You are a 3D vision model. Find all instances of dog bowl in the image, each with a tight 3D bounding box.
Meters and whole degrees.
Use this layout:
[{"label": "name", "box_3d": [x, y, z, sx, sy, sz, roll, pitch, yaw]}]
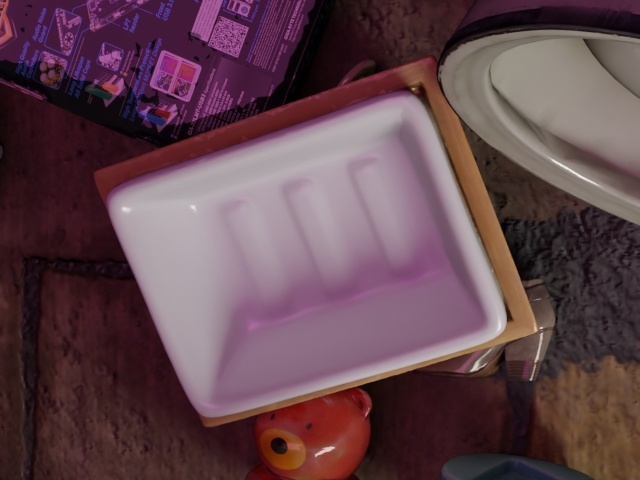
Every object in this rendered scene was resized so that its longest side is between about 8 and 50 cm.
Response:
[{"label": "dog bowl", "box_3d": [0.292, -0.113, 1.267, 0.408, 0.408, 0.150, 17, 78, 18]}]

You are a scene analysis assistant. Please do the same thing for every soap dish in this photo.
[{"label": "soap dish", "box_3d": [0.000, 0.000, 1.455, 0.291, 0.118, 0.229, -18, 104, 20]}]

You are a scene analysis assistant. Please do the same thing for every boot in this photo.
[{"label": "boot", "box_3d": [0.132, 0.069, 1.521, 0.118, 0.042, 0.087, 0, 89, 19]}]

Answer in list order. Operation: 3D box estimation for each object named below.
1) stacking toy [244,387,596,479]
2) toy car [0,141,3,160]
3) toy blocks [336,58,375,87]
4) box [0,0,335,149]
[{"label": "stacking toy", "box_3d": [0.060, 0.203, 1.434, 0.309, 0.279, 0.130, 11, 100, 15]}, {"label": "toy car", "box_3d": [-0.313, -0.120, 1.656, 0.239, 0.053, 0.225, 9, 98, 20]}, {"label": "toy blocks", "box_3d": [0.057, -0.056, 1.525, 0.148, 0.054, 0.123, 42, 108, 12]}, {"label": "box", "box_3d": [-0.132, -0.233, 1.528, 0.293, 0.073, 0.295, 23, 105, 6]}]
